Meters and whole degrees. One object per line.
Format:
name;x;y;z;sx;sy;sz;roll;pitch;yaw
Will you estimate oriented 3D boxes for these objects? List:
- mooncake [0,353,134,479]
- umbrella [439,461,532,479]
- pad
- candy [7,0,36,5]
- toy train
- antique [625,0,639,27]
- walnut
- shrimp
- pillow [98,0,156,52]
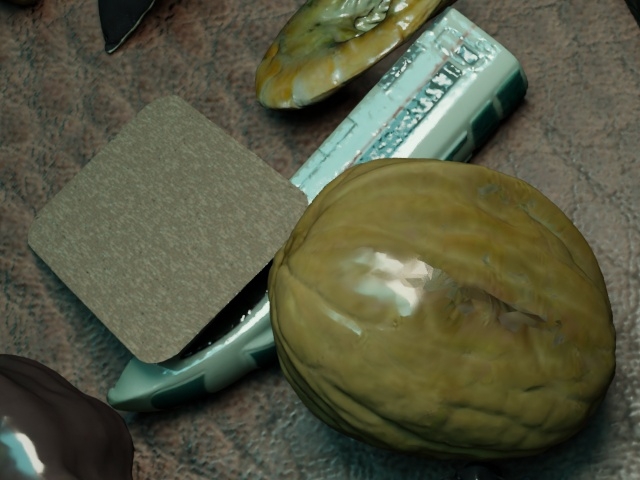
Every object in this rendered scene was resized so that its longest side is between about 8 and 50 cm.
mooncake;-0.292;0.248;1.418;0.350;0.212;0.381;45;101;15
umbrella;0.202;0.236;1.388;0.272;0.122;0.110;15;54;26
pad;-0.125;-0.015;1.558;0.176;0.002;0.266;-46;39;-5
candy;-0.327;-0.278;1.723;0.234;0.102;0.104;22;76;19
toy train;0.000;0.000;1.548;0.088;0.086;0.407;40;83;16
antique;0.288;-0.194;1.552;0.086;0.088;0.183;-24;66;2
walnut;0.090;0.054;1.422;0.261;0.225;0.225;17;70;-16
shrimp;0.051;-0.189;1.584;0.254;0.059;0.145;-33;24;5
pillow;-0.167;-0.280;1.684;0.055;0.141;0.208;1;63;-34
